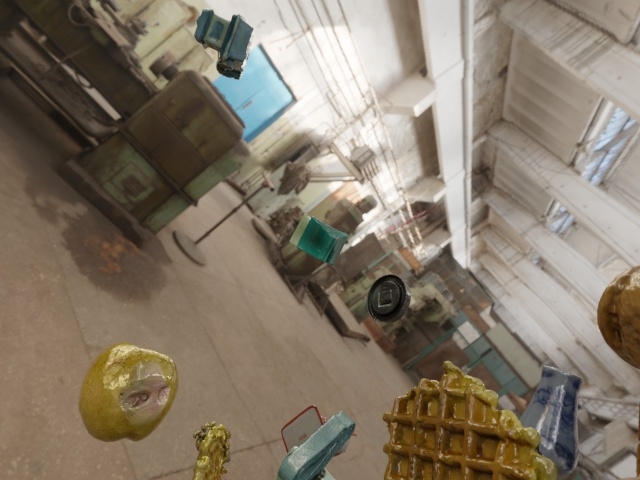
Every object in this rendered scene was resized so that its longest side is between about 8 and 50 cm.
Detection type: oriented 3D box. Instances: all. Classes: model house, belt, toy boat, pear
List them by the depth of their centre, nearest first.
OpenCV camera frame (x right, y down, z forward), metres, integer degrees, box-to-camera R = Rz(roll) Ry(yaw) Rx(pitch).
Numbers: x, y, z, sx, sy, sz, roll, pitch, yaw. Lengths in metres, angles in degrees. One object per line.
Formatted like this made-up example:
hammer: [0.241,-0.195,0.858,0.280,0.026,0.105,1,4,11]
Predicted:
pear: [-0.352,0.280,0.794,0.178,0.178,0.178,51,4,-5]
toy boat: [-0.182,-0.373,0.818,0.098,0.109,0.238,20,12,-14]
belt: [0.000,0.429,0.868,0.065,0.179,0.100,29,-36,43]
model house: [0.000,0.000,1.220,0.127,0.100,0.149,27,2,-23]

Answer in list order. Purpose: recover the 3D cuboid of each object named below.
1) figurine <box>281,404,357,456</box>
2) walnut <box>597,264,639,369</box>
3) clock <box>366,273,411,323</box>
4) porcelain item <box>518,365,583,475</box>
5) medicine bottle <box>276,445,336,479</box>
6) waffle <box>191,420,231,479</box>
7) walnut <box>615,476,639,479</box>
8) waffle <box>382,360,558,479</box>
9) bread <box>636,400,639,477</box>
figurine: [0.025,0.655,1.440,0.226,0.183,0.160,20,34,-45]
walnut: [0.762,0.174,0.970,0.257,0.257,0.224,51,14,3]
clock: [0.250,0.216,1.586,0.040,0.184,0.184,28,17,-36]
porcelain item: [0.532,0.432,1.008,0.141,0.259,0.141,20,-13,5]
medicine bottle: [-0.017,0.650,1.109,0.083,0.121,0.229,29,-2,-40]
waffle: [-0.215,0.491,0.826,0.280,0.060,0.262,111,-18,-77]
walnut: [0.437,0.424,0.592,0.167,0.207,0.167,59,8,-13]
waffle: [0.165,0.329,0.587,0.058,0.300,0.282,29,-6,-30]
bread: [0.738,0.472,0.876,0.167,0.294,0.132,23,-19,-25]
